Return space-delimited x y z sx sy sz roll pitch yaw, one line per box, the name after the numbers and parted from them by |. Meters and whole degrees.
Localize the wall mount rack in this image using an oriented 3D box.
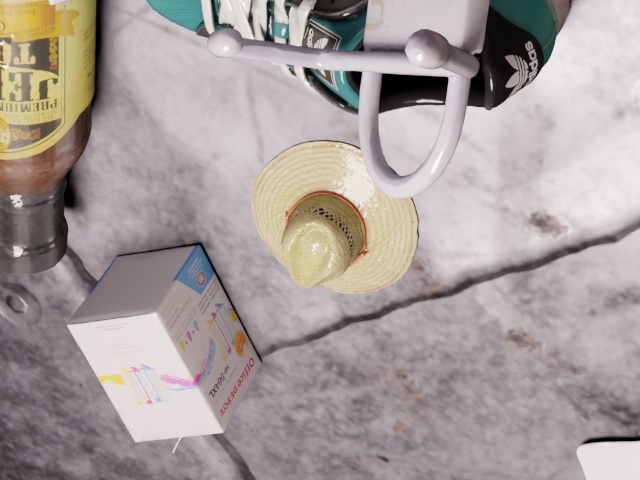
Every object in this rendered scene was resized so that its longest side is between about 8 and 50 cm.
0.045 -0.197 0.990 0.304 0.130 0.350 12 96 62 | wall mount rack

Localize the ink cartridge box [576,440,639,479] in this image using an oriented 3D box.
0.363 0.253 1.342 0.353 0.119 0.207 -5 123 29 | ink cartridge box

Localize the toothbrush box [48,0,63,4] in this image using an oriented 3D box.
-0.172 -0.304 1.060 0.295 0.126 0.216 45 147 42 | toothbrush box

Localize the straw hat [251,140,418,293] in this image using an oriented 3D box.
0.000 0.000 1.361 0.144 0.061 0.144 13 130 16 | straw hat

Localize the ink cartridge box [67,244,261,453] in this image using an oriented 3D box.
-0.119 0.091 1.470 0.090 0.092 0.143 -9 122 31 | ink cartridge box

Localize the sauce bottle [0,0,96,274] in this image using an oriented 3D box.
-0.217 -0.123 1.337 0.111 0.111 0.344 17 131 14 | sauce bottle

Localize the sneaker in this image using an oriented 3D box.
0.003 -0.152 1.198 0.302 0.121 0.108 10 129 19 | sneaker
